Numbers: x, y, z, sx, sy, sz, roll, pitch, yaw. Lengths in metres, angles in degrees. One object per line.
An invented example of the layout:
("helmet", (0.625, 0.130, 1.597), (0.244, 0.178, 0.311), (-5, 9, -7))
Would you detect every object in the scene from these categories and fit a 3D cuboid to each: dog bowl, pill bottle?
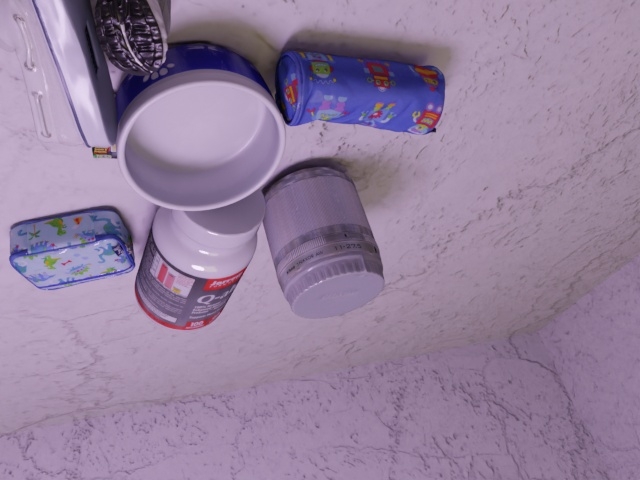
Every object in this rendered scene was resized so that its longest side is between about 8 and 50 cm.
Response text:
("dog bowl", (-0.195, -0.175, 0.922), (0.265, 0.104, 0.265), (-15, 143, -11))
("pill bottle", (-0.252, 0.022, 1.175), (0.210, 0.210, 0.363), (-1, 147, -28))

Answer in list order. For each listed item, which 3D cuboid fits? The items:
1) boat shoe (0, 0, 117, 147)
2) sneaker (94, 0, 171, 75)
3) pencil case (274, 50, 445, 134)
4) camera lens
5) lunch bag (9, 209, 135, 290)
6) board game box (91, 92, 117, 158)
("boat shoe", (-0.360, -0.270, 0.683), (0.156, 0.136, 0.367), (-3, 139, -6))
("sneaker", (-0.233, -0.346, 0.689), (0.100, 0.108, 0.271), (5, 132, -4))
("pencil case", (0.069, -0.249, 0.982), (0.306, 0.119, 0.133), (-2, 158, -26))
("camera lens", (0.000, 0.000, 1.209), (0.219, 0.274, 0.219), (-14, 151, -8))
("lunch bag", (-0.500, 0.024, 1.170), (0.219, 0.090, 0.176), (-11, 153, -10))
("board game box", (-0.256, -0.191, 0.997), (0.259, 0.030, 0.136), (-1, 145, -27))
